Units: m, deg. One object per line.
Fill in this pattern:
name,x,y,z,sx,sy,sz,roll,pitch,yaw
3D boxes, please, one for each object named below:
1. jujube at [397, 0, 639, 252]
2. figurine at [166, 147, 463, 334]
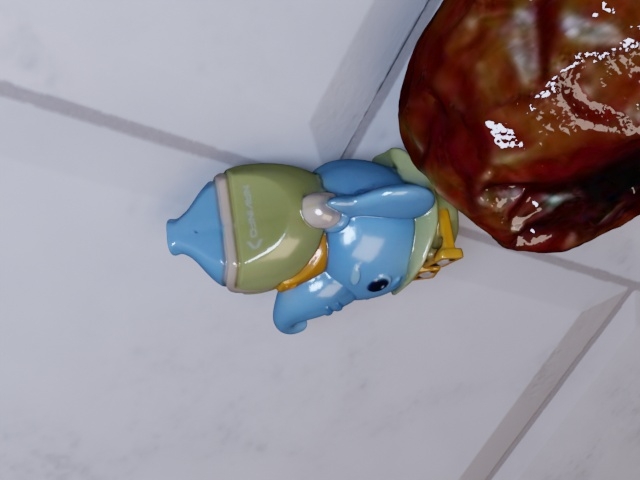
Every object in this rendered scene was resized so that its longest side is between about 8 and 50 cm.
jujube,0.251,-0.162,0.708,0.377,0.276,0.276,-45,130,13
figurine,-0.001,-0.004,0.791,0.262,0.153,0.180,-9,137,1
